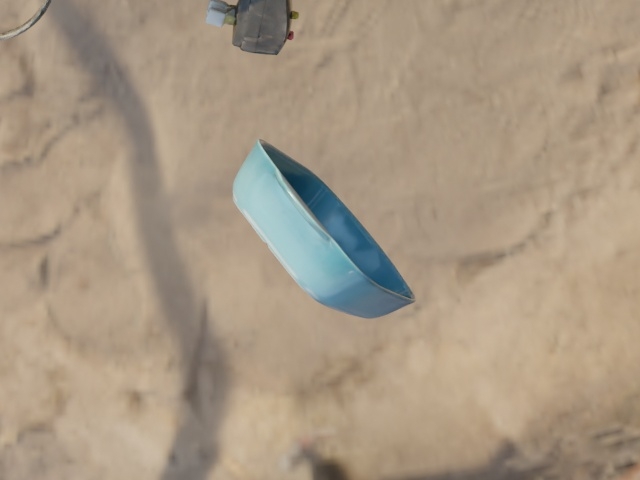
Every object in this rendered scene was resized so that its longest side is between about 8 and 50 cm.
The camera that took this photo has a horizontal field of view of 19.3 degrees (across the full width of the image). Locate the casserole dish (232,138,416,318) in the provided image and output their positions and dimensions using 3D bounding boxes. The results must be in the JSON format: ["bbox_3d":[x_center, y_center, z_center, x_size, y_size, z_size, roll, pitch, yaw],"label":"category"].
[{"bbox_3d":[0.000,0.000,1.131,0.037,0.114,0.188,-40,165,6],"label":"casserole dish"}]

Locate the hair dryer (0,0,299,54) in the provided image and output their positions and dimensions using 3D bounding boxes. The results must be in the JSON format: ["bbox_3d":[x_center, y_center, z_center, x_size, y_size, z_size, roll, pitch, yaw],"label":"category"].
[{"bbox_3d":[-0.069,-0.196,0.924,0.223,0.080,0.293,1,135,-26],"label":"hair dryer"}]
